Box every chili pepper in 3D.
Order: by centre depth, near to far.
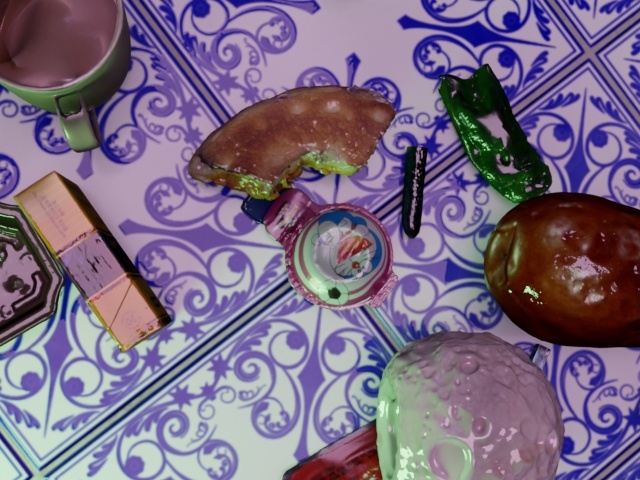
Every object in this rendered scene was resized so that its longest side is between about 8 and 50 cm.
[{"bbox_3d":[0.249,-0.154,1.237,0.098,0.061,0.224,-33,92,0],"label":"chili pepper"}]

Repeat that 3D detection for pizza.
[{"bbox_3d":[-0.034,-0.132,1.191,0.305,0.086,0.161,-17,65,-10],"label":"pizza"}]

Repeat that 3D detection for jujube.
[{"bbox_3d":[0.382,0.047,1.160,0.317,0.223,0.223,12,86,-13],"label":"jujube"}]

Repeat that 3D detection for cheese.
[{"bbox_3d":[0.000,0.000,1.201,0.244,0.062,0.155,39,82,9],"label":"cheese"}]

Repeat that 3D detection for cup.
[{"bbox_3d":[-0.330,-0.233,1.107,0.191,0.200,0.253,-18,88,-7],"label":"cup"}]

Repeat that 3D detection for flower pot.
[{"bbox_3d":[-0.468,0.068,1.136,0.250,0.084,0.179,-31,90,-8],"label":"flower pot"}]

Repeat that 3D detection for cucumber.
[{"bbox_3d":[0.134,-0.068,1.234,0.032,0.032,0.133,5,87,-6],"label":"cucumber"}]

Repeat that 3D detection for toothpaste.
[{"bbox_3d":[0.306,0.191,1.245,0.020,0.017,0.083,26,84,-5],"label":"toothpaste"}]

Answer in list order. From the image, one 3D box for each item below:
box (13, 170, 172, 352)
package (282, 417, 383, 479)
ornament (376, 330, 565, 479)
[{"bbox_3d":[-0.290,0.030,1.122,0.070,0.152,0.237,-37,90,-7],"label":"box"},{"bbox_3d":[0.090,0.395,1.187,0.194,0.071,0.270,-26,86,-21],"label":"package"},{"bbox_3d":[0.193,0.246,1.110,0.225,0.259,0.260,1,87,-8],"label":"ornament"}]
